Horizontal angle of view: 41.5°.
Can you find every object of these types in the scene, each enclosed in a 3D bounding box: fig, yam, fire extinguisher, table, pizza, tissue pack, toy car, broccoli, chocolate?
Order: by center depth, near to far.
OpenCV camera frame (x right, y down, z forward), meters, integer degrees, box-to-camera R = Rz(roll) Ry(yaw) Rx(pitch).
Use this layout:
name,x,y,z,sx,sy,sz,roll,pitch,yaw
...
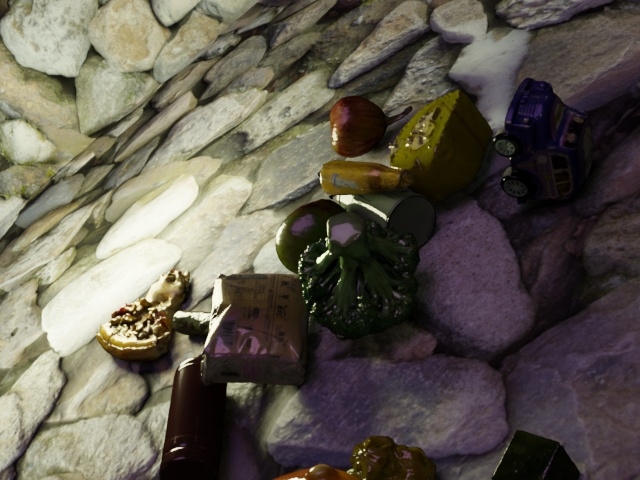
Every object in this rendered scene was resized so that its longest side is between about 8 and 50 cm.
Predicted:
name,x,y,z,sx,sy,sz,roll,pitch,yaw
toy car,0.438,-0.192,1.633,0.157,0.235,0.172,7,52,32
broccoli,0.077,0.053,1.633,0.269,0.270,0.270,-7,52,9
fire extinguisher,-0.254,0.345,1.712,0.135,0.114,0.337,-51,24,32
tissue pack,-0.132,0.174,1.747,0.214,0.123,0.257,2,42,0
chocolate,0.098,-0.133,1.776,0.219,0.086,0.086,3,49,45
table,0.142,-0.069,1.841,0.126,0.126,0.220,-42,32,-8
fig,0.000,0.000,1.855,0.191,0.181,0.181,18,57,21
yam,-0.232,0.194,1.926,0.274,0.061,0.061,0,48,42
pizza,-0.415,0.195,2.086,0.287,0.074,0.251,-43,36,-6
fig,0.102,-0.296,2.159,0.202,0.148,0.149,-18,48,-35

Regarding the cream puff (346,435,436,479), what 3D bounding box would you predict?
name,x,y,z,sx,sy,sz,roll,pitch,yaw
cream puff,0.103,0.365,1.329,0.156,0.156,0.121,-26,52,16

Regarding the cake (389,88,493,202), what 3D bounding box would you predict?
name,x,y,z,sx,sy,sz,roll,pitch,yaw
cake,0.260,-0.198,1.868,0.179,0.156,0.261,-26,26,46

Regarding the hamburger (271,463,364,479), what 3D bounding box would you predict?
name,x,y,z,sx,sy,sz,roll,pitch,yaw
hamburger,-0.012,0.506,1.097,0.395,0.277,0.396,-33,30,22

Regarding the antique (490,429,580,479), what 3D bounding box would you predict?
name,x,y,z,sx,sy,sz,roll,pitch,yaw
antique,0.274,0.387,1.194,0.081,0.080,0.221,8,55,49
